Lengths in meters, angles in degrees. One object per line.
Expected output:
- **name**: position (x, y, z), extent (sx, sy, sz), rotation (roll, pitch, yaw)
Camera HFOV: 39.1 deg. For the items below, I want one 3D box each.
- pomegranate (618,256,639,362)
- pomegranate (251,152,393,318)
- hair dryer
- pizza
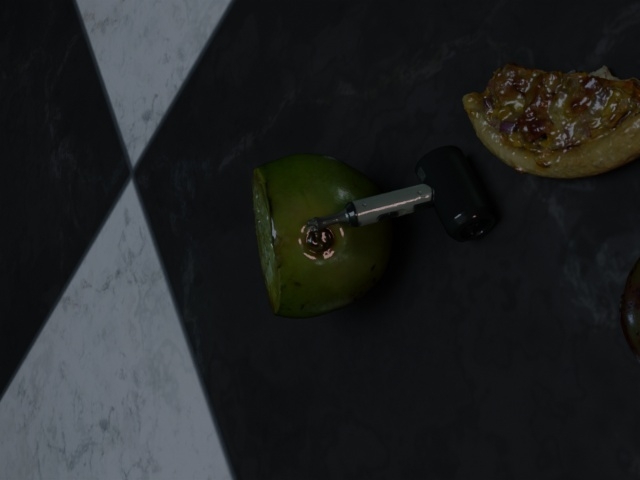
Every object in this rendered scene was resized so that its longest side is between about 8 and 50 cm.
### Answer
- **pomegranate**: position (0.305, 0.056, 0.722), extent (0.130, 0.130, 0.130), rotation (-11, 75, 50)
- **pomegranate**: position (0.004, 0.008, 1.090), extent (0.240, 0.159, 0.189), rotation (98, 161, -47)
- **hair dryer**: position (0.081, -0.033, 0.972), extent (0.057, 0.198, 0.100), rotation (89, 164, -56)
- **pizza**: position (0.230, -0.122, 0.892), extent (0.246, 0.058, 0.127), rotation (34, 110, 46)
